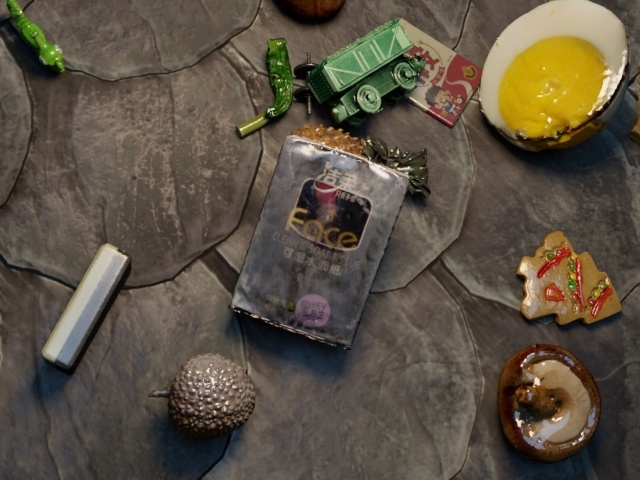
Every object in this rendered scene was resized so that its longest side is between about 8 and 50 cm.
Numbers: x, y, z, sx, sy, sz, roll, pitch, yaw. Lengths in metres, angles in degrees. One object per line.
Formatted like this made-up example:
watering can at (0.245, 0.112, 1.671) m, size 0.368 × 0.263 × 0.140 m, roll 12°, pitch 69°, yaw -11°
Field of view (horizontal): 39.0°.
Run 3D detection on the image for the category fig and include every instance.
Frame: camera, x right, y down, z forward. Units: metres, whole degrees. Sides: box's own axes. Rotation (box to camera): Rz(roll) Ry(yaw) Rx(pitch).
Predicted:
fig at (-0.036, -0.594, 1.924) m, size 0.190 × 0.290 × 0.191 m, roll -5°, pitch 74°, yaw 16°

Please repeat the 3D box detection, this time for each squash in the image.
squash at (-0.139, -0.249, 1.923) m, size 0.083 × 0.027 × 0.027 m, roll -31°, pitch 80°, yaw -17°

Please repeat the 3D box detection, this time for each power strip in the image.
power strip at (-0.441, 0.126, 1.721) m, size 0.070 × 0.105 × 0.257 m, roll 28°, pitch 70°, yaw -4°

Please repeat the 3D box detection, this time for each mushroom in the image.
mushroom at (0.445, 0.322, 1.792) m, size 0.194 × 0.138 × 0.231 m, roll 7°, pitch 83°, yaw -20°

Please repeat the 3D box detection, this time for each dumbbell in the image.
dumbbell at (-0.024, -0.339, 1.946) m, size 0.069 × 0.069 × 0.147 m, roll 1°, pitch 73°, yaw -8°

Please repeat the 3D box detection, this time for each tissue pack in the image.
tissue pack at (0.000, 0.000, 1.747) m, size 0.259 × 0.122 × 0.361 m, roll 21°, pitch 100°, yaw 1°

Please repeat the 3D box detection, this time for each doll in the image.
doll at (-0.587, -0.419, 1.861) m, size 0.050 × 0.115 × 0.190 m, roll -37°, pitch 80°, yaw -16°

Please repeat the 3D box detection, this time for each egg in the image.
egg at (0.524, -0.338, 1.955) m, size 0.337 × 0.201 × 0.337 m, roll -8°, pitch 75°, yaw 31°

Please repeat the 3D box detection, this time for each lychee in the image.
lychee at (-0.217, 0.288, 1.678) m, size 0.197 × 0.165 × 0.165 m, roll 11°, pitch 72°, yaw 2°

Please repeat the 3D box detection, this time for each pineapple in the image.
pineapple at (0.084, -0.147, 1.873) m, size 0.310 × 0.141 × 0.170 m, roll 7°, pitch 48°, yaw -14°

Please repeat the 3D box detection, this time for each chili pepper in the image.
chili pepper at (-0.090, -0.343, 1.940) m, size 0.050 × 0.073 × 0.182 m, roll -5°, pitch 78°, yaw 15°

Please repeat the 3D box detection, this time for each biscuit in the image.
biscuit at (0.530, 0.098, 1.914) m, size 0.238 × 0.041 × 0.212 m, roll 24°, pitch 69°, yaw 0°

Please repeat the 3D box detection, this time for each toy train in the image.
toy train at (0.100, -0.344, 1.911) m, size 0.269 × 0.115 × 0.154 m, roll -35°, pitch 91°, yaw -26°

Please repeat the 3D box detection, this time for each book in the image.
book at (0.236, -0.376, 2.023) m, size 0.232 × 0.022 × 0.162 m, roll 34°, pitch 72°, yaw 2°

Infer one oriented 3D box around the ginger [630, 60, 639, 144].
ginger at (0.781, -0.315, 2.060) m, size 0.131 × 0.086 × 0.295 m, roll 7°, pitch 66°, yaw 16°
